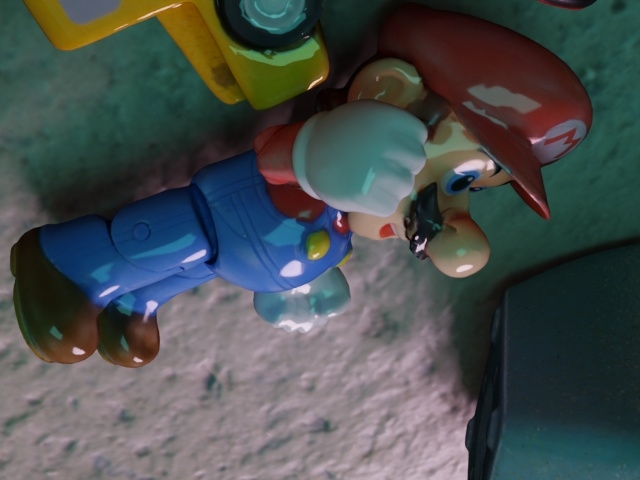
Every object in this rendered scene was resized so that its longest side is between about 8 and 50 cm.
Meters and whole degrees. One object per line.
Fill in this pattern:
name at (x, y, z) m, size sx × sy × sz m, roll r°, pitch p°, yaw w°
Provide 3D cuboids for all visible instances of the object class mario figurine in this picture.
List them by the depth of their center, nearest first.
mario figurine at (0.000, 0.000, 0.600) m, size 0.320 × 0.198 × 0.170 m, roll -25°, pitch 112°, yaw 13°

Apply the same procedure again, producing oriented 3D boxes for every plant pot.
plant pot at (0.225, 0.144, 0.710) m, size 0.252 × 0.248 × 0.247 m, roll 10°, pitch 124°, yaw 3°

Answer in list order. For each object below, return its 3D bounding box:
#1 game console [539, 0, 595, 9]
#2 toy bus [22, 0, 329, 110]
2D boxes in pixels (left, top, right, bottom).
game console at (0.059, -0.316, 0.388) m, size 0.342 × 0.060 × 0.386 m, roll 18°, pitch 103°, yaw -26°
toy bus at (-0.109, -0.204, 0.485) m, size 0.130 × 0.108 × 0.332 m, roll -23°, pitch 125°, yaw 7°
